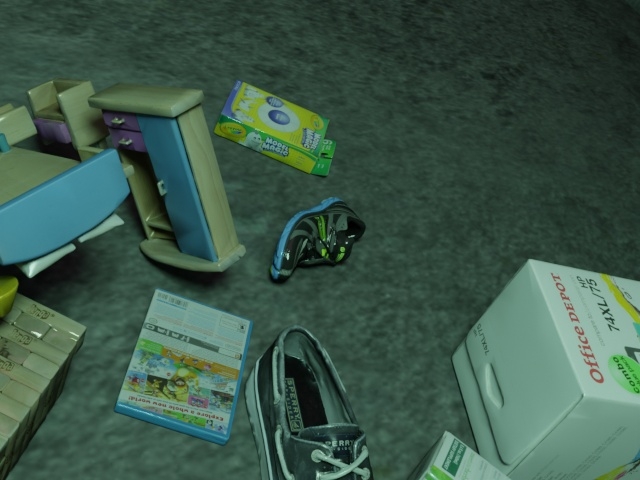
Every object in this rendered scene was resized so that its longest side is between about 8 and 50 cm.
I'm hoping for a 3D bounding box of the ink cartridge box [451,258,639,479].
[{"bbox_3d":[0.334,0.175,0.983,0.270,0.197,0.198,11,42,-20],"label":"ink cartridge box"}]

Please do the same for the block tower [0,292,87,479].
[{"bbox_3d":[-0.314,0.189,0.671,0.091,0.097,0.335,27,41,-2],"label":"block tower"}]

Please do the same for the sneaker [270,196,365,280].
[{"bbox_3d":[0.000,0.000,1.075,0.078,0.067,0.188,34,36,16],"label":"sneaker"}]

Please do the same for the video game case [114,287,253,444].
[{"bbox_3d":[-0.142,0.132,0.892,0.119,0.015,0.166,21,40,-11],"label":"video game case"}]

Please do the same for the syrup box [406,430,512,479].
[{"bbox_3d":[0.187,0.310,0.818,0.237,0.096,0.093,36,24,10],"label":"syrup box"}]

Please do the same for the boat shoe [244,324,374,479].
[{"bbox_3d":[0.004,0.219,0.816,0.108,0.102,0.301,6,45,-26],"label":"boat shoe"}]

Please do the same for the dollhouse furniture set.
[{"bbox_3d":[-0.281,-0.017,0.861,0.286,0.198,0.303,12,36,37],"label":"dollhouse furniture set"}]

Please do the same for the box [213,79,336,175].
[{"bbox_3d":[-0.060,-0.166,1.237,0.179,0.043,0.105,24,40,-9],"label":"box"}]
